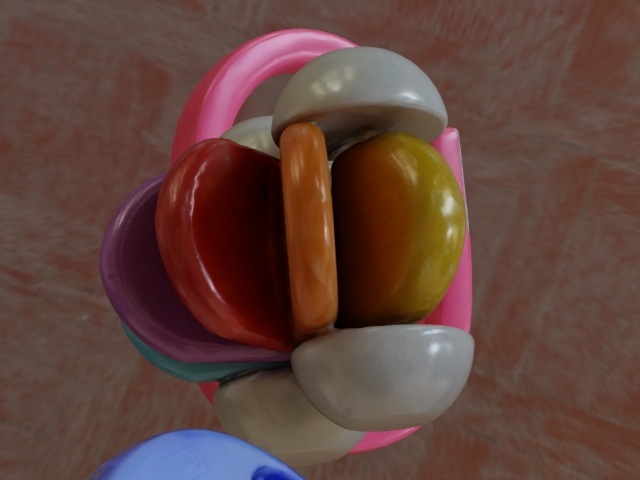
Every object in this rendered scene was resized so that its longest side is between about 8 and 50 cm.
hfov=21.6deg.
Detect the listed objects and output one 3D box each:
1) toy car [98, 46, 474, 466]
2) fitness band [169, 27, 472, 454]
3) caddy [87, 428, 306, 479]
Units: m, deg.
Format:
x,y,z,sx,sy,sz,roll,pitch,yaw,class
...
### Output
x,y,z,sx,sy,sz,roll,pitch,yaw,class
-0.024,0.009,0.717,0.136,0.182,0.159,3,72,-29,toy car
0.000,0.000,1.135,0.209,0.054,0.291,0,81,-26,fitness band
-0.013,0.221,0.433,0.179,0.241,0.341,-21,90,20,caddy
